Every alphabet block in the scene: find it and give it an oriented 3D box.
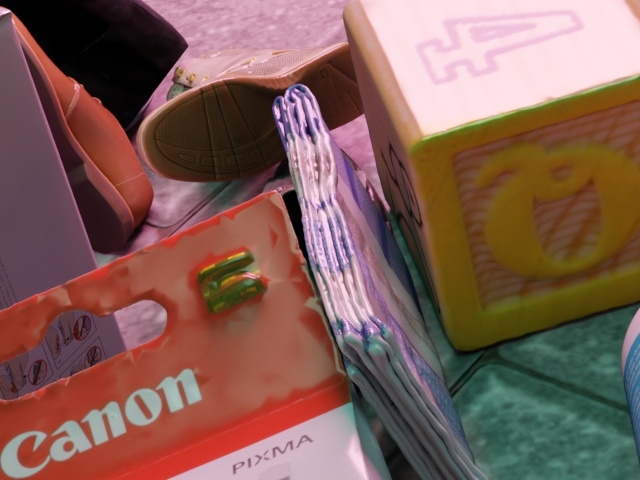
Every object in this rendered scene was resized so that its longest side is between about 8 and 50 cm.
[{"bbox_3d":[0.141,-0.071,1.372,0.193,0.192,0.197,-18,39,-2],"label":"alphabet block"}]

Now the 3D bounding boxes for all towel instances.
[{"bbox_3d":[0.043,0.045,1.243,0.034,0.209,0.285,-27,36,8],"label":"towel"}]

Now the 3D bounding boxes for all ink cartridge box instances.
[{"bbox_3d":[-0.112,0.171,1.081,0.308,0.091,0.385,-24,62,6],"label":"ink cartridge box"},{"bbox_3d":[-0.302,-0.020,1.350,0.272,0.309,0.130,16,47,34],"label":"ink cartridge box"}]

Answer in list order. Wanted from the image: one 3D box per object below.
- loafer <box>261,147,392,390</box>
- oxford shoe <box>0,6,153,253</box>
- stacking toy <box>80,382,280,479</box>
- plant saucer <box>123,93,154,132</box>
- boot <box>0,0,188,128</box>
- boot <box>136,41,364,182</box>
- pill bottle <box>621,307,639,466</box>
[{"bbox_3d":[0.000,0.000,1.411,0.096,0.084,0.267,-9,38,7],"label":"loafer"},{"bbox_3d":[-0.200,-0.095,1.509,0.076,0.212,0.076,-14,25,40],"label":"oxford shoe"},{"bbox_3d":[-0.162,0.178,1.210,0.330,0.141,0.141,-16,38,4],"label":"stacking toy"},{"bbox_3d":[-0.194,-0.112,1.663,0.119,0.021,0.119,-9,38,7],"label":"plant saucer"},{"bbox_3d":[-0.341,-0.273,1.662,0.367,0.146,0.445,17,21,-31],"label":"boot"},{"bbox_3d":[-0.079,-0.101,1.529,0.213,0.077,0.165,-24,18,-31],"label":"boot"},{"bbox_3d":[0.255,0.108,1.146,0.146,0.146,0.264,-10,38,6],"label":"pill bottle"}]
